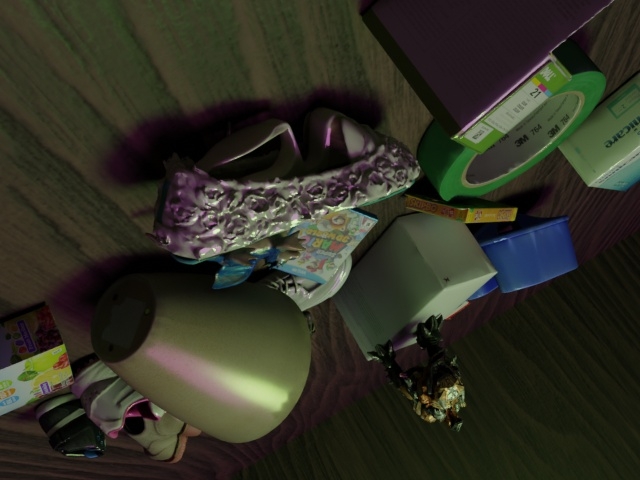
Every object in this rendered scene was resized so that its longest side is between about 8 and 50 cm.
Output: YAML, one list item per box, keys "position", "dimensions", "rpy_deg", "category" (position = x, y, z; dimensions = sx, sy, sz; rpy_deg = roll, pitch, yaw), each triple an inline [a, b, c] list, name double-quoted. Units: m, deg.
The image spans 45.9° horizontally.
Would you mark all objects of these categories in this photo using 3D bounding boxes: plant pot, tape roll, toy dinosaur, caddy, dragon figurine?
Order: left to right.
- position: [-0.193, 0.152, 1.126]
  dimensions: [0.256, 0.257, 0.274]
  rpy_deg: [-38, 143, 16]
  category: "plant pot"
- position: [-0.119, 0.013, 1.065]
  dimensions: [0.289, 0.085, 0.144]
  rpy_deg: [-16, 169, -38]
  category: "dragon figurine"
- position: [0.211, 0.293, 1.520]
  dimensions: [0.164, 0.218, 0.322]
  rpy_deg: [-17, 155, -27]
  category: "toy dinosaur"
- position: [0.315, -0.192, 1.258]
  dimensions: [0.321, 0.077, 0.321]
  rpy_deg: [-27, 160, -11]
  category: "tape roll"
- position: [0.464, 0.019, 1.834]
  dimensions: [0.341, 0.179, 0.241]
  rpy_deg: [-15, 176, -40]
  category: "caddy"

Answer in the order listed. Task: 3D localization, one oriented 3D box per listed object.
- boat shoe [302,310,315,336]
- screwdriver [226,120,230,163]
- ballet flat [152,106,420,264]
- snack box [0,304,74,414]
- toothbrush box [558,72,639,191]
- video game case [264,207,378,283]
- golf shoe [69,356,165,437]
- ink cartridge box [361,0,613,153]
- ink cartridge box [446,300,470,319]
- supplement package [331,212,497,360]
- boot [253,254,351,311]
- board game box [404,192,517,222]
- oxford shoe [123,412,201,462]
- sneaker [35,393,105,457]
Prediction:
- position: [-0.035, 0.200, 1.697]
  dimensions: [0.049, 0.056, 0.152]
  rpy_deg: [-23, 159, -8]
  category: "boat shoe"
- position: [-0.114, -0.092, 0.947]
  dimensions: [0.025, 0.024, 0.170]
  rpy_deg: [5, 147, -12]
  category: "screwdriver"
- position: [-0.021, -0.090, 0.931]
  dimensions: [0.408, 0.147, 0.147]
  rpy_deg: [-23, 159, -38]
  category: "ballet flat"
- position: [-0.453, 0.186, 1.034]
  dimensions: [0.207, 0.070, 0.174]
  rpy_deg: [-21, 158, -22]
  category: "snack box"
- position: [0.670, -0.222, 1.630]
  dimensions: [0.216, 0.126, 0.295]
  rpy_deg: [-43, 158, 30]
  category: "toothbrush box"
- position: [0.000, 0.000, 1.237]
  dimensions: [0.119, 0.015, 0.166]
  rpy_deg: [19, 128, -27]
  category: "video game case"
- position: [-0.273, 0.239, 1.323]
  dimensions: [0.306, 0.140, 0.115]
  rpy_deg: [-20, 156, -32]
  category: "golf shoe"
- position: [0.200, -0.246, 0.795]
  dimensions: [0.255, 0.189, 0.097]
  rpy_deg: [-40, 158, 21]
  category: "ink cartridge box"
- position: [0.289, 0.116, 1.858]
  dimensions: [0.078, 0.134, 0.231]
  rpy_deg: [-37, 160, 12]
  category: "ink cartridge box"
- position: [0.188, 0.091, 1.586]
  dimensions: [0.175, 0.178, 0.293]
  rpy_deg: [-12, 153, -39]
  category: "supplement package"
- position: [-0.066, 0.093, 1.338]
  dimensions: [0.258, 0.095, 0.123]
  rpy_deg: [-39, 166, 21]
  category: "boot"
- position: [0.266, -0.063, 1.428]
  dimensions: [0.259, 0.124, 0.039]
  rpy_deg: [1, 104, -56]
  category: "board game box"
- position: [-0.348, 0.379, 1.611]
  dimensions: [0.146, 0.141, 0.397]
  rpy_deg: [8, 147, -19]
  category: "oxford shoe"
- position: [-0.392, 0.325, 1.373]
  dimensions: [0.216, 0.121, 0.079]
  rpy_deg: [-16, 156, -38]
  category: "sneaker"
